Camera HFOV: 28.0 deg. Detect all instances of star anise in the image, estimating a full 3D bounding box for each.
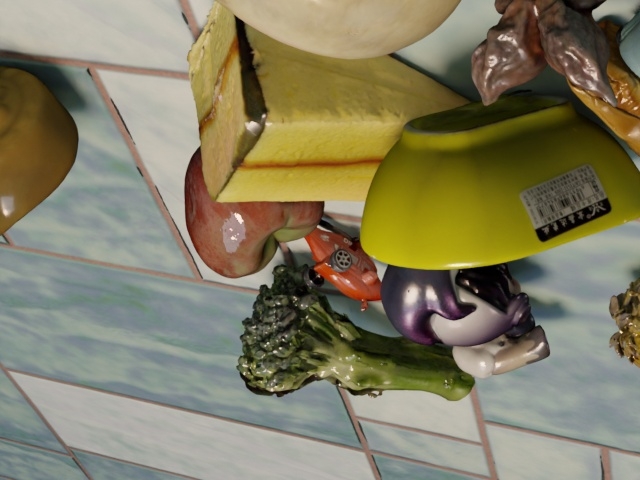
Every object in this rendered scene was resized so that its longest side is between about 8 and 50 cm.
[{"bbox_3d":[0.150,-0.219,0.942,0.218,0.148,0.227,-45,130,13],"label":"star anise"}]

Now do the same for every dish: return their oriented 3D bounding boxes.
[{"bbox_3d":[0.157,-0.064,1.123,0.221,0.262,0.108,-142,39,-71],"label":"dish"}]

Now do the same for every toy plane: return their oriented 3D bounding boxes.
[{"bbox_3d":[0.005,-0.002,1.435,0.126,0.077,0.194,-9,130,40],"label":"toy plane"}]

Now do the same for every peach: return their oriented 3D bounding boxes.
[{"bbox_3d":[-0.078,-0.047,1.351,0.152,0.152,0.152,17,149,11],"label":"peach"}]

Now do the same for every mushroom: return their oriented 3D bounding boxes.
[{"bbox_3d":[0.010,-0.262,0.917,0.260,0.254,0.234,33,110,20],"label":"mushroom"}]

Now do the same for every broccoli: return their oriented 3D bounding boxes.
[{"bbox_3d":[0.049,0.134,1.558,0.304,0.165,0.145,18,152,-21],"label":"broccoli"}]

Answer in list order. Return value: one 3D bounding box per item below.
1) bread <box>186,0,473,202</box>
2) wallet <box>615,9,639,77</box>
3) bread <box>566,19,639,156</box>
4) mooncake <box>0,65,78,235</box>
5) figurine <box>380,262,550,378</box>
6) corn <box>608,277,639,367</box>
[{"bbox_3d":[0.016,-0.138,1.246,0.264,0.163,0.168,-1,153,-24],"label":"bread"},{"bbox_3d":[0.349,-0.177,0.934,0.176,0.075,0.250,31,149,-1],"label":"wallet"},{"bbox_3d":[0.261,-0.122,1.075,0.132,0.074,0.053,35,137,-24],"label":"bread"},{"bbox_3d":[-0.391,-0.098,1.414,0.234,0.235,0.117,1,146,33],"label":"mooncake"},{"bbox_3d":[0.145,0.064,1.384,0.145,0.145,0.222,-1,143,34],"label":"figurine"},{"bbox_3d":[0.443,0.118,1.292,0.317,0.115,0.115,18,149,7],"label":"corn"}]
